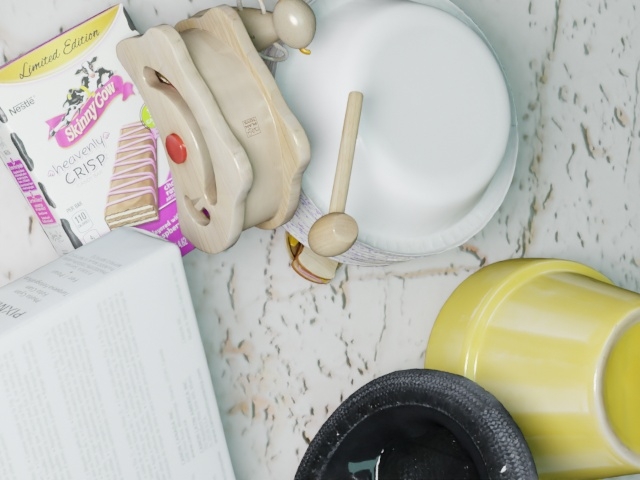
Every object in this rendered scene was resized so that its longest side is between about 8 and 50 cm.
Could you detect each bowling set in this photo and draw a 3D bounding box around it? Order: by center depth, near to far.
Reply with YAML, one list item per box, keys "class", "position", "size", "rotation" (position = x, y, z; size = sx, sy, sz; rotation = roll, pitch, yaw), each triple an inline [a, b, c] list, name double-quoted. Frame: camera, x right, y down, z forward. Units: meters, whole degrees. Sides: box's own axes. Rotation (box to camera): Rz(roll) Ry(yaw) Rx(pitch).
- class: "bowling set"
  position: [-0.068, -0.325, 1.336]
  size: [0.200, 0.154, 0.287]
  rotation: [-48, 122, -38]

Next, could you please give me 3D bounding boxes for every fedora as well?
- class: "fedora"
  position: [0.113, 0.297, 1.392]
  size: [0.152, 0.334, 0.334]
  rotation: [19, 79, -49]

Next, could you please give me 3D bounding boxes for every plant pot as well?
- class: "plant pot"
  position: [0.273, 0.143, 1.480]
  size: [0.254, 0.239, 0.254]
  rotation: [1, 88, -29]

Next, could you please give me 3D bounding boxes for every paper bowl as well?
- class: "paper bowl"
  position: [0.072, -0.121, 1.417]
  size: [0.284, 0.148, 0.284]
  rotation: [5, 80, -28]

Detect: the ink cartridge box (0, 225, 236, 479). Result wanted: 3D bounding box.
- class: "ink cartridge box"
  position: [-0.253, 0.205, 1.208]
  size: [0.385, 0.091, 0.308]
  rotation: [-29, 120, -35]

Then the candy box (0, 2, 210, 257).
- class: "candy box"
  position: [-0.200, -0.079, 1.331]
  size: [0.159, 0.071, 0.233]
  rotation: [-35, 104, -25]

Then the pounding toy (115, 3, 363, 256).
- class: "pounding toy"
  position: [-0.058, -0.090, 1.300]
  size: [0.154, 0.154, 0.270]
  rotation: [-24, 80, -30]

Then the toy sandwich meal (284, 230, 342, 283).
- class: "toy sandwich meal"
  position: [0.000, 0.000, 1.457]
  size: [0.085, 0.029, 0.086]
  rotation: [1, 88, -28]
